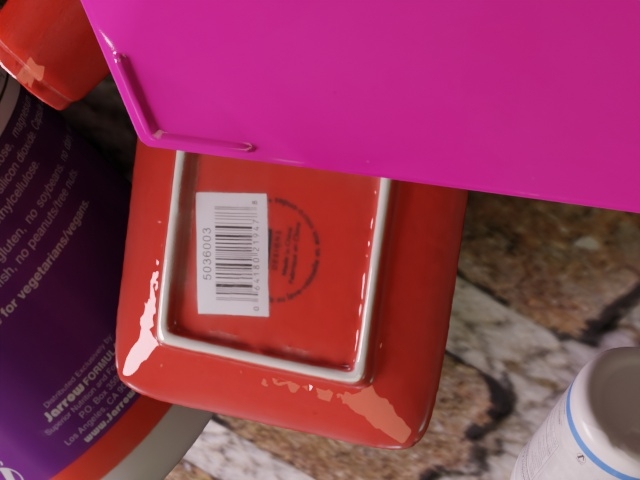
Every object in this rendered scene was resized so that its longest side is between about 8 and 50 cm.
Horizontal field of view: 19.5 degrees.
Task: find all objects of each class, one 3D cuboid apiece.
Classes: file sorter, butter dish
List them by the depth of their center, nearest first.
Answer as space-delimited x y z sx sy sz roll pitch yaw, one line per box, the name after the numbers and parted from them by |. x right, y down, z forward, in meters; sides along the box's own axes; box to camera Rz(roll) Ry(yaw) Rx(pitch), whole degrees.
0.078 -0.144 0.570 0.291 0.182 0.202 9 142 24 | file sorter
0.000 0.000 0.864 0.160 0.118 0.160 10 99 20 | butter dish

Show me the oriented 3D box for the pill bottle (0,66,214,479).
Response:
-0.200 -0.007 0.912 0.181 0.181 0.323 -18 125 44 | pill bottle

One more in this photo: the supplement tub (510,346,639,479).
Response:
0.144 0.107 0.938 0.071 0.071 0.107 25 144 2 | supplement tub

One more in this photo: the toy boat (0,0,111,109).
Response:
-0.154 -0.188 0.674 0.318 0.148 0.267 39 -174 -31 | toy boat
